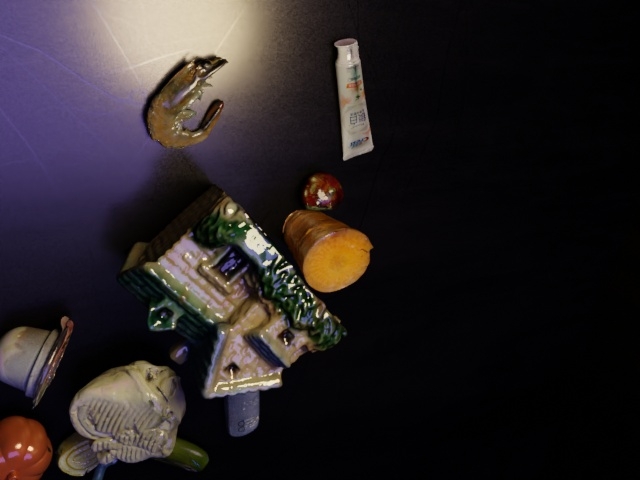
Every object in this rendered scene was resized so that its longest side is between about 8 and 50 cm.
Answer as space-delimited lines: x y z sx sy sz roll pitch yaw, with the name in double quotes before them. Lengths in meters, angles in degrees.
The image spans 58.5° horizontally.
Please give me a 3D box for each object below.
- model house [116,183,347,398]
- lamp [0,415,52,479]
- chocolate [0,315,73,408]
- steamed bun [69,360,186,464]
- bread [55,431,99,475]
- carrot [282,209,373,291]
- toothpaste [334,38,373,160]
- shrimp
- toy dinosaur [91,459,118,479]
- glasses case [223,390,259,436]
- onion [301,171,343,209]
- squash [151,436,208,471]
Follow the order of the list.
"model house" -0.246 0.158 1.401 0.400 0.395 0.445 -40 115 -4
"lamp" -0.776 0.545 1.437 0.188 0.164 0.187 -14 119 -26
"chocolate" -0.691 0.271 1.355 0.147 0.221 0.221 29 98 -17
"steamed bun" -0.502 0.432 1.527 0.280 0.207 0.268 -8 116 4
"bread" -0.652 0.578 1.588 0.156 0.064 0.117 -35 130 -12
"carrot" 0.000 0.000 1.549 0.196 0.254 0.196 -11 120 -20
"toothpaste" 0.085 -0.370 1.532 0.100 0.066 0.323 -24 129 -17
"shrimp" -0.297 -0.316 1.346 0.253 0.058 0.173 -41 135 -1
"toy dinosaur" -0.773 0.775 1.613 0.383 0.129 0.330 -2 104 -28
"glasses case" -0.245 0.492 1.774 0.109 0.067 0.282 -11 120 -27
"onion" 0.005 -0.134 1.575 0.117 0.118 0.118 6 111 -36
"squash" -0.461 0.622 1.709 0.331 0.087 0.087 37 93 -36
